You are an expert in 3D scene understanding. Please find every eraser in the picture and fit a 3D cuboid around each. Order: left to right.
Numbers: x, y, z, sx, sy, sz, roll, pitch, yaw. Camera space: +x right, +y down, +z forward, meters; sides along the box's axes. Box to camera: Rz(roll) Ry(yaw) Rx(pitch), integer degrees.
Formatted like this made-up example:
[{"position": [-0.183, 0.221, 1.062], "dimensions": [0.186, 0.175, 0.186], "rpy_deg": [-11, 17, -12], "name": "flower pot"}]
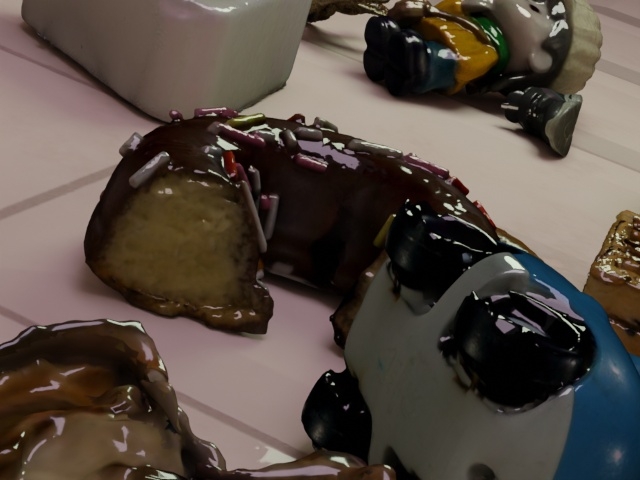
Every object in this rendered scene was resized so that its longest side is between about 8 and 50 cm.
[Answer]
[{"position": [-0.144, -0.260, 1.640], "dimensions": [0.331, 0.150, 0.331], "rpy_deg": [16, 21, -6], "name": "eraser"}]

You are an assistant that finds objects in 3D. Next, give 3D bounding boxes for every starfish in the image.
[{"position": [0.012, -0.324, 1.968], "dimensions": [0.238, 0.057, 0.213], "rpy_deg": [-2, 2, -16], "name": "starfish"}]

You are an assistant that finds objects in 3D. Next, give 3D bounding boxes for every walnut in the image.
[{"position": [-0.095, 0.154, 0.695], "dimensions": [0.238, 0.141, 0.204], "rpy_deg": [28, 37, 24], "name": "walnut"}]

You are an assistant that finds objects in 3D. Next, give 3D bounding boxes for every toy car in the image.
[{"position": [0.115, 0.104, 0.905], "dimensions": [0.190, 0.188, 0.255], "rpy_deg": [16, 17, -26], "name": "toy car"}]

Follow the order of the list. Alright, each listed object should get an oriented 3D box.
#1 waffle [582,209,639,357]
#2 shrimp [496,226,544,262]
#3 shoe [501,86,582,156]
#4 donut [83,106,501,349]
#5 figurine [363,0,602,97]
[{"position": [0.387, 0.081, 1.288], "dimensions": [0.308, 0.091, 0.213], "rpy_deg": [22, 22, 11], "name": "waffle"}, {"position": [0.141, 0.016, 1.327], "dimensions": [0.166, 0.049, 0.161], "rpy_deg": [35, 22, 33], "name": "shrimp"}, {"position": [0.281, -0.162, 1.831], "dimensions": [0.099, 0.071, 0.169], "rpy_deg": [18, 17, 9], "name": "shoe"}, {"position": [-0.001, -0.010, 1.169], "dimensions": [0.345, 0.136, 0.259], "rpy_deg": [19, 25, 2], "name": "donut"}, {"position": [0.222, -0.251, 1.919], "dimensions": [0.332, 0.204, 0.185], "rpy_deg": [-25, 39, -18], "name": "figurine"}]
